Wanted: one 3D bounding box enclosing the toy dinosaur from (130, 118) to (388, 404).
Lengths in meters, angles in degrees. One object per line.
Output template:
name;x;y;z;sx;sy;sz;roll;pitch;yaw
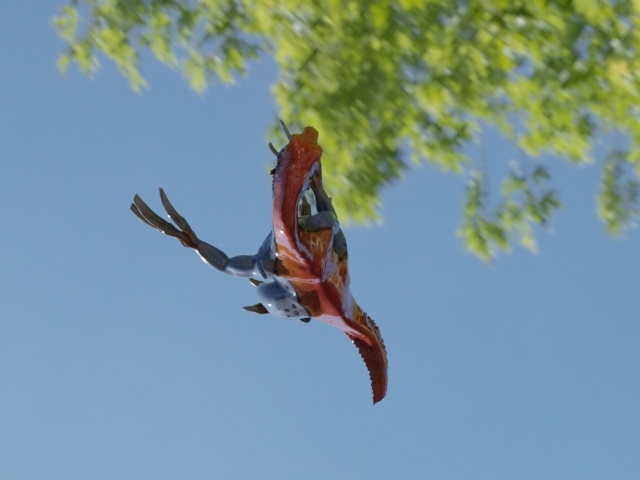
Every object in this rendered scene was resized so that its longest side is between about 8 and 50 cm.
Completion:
toy dinosaur;0.000;0.000;0.501;0.090;0.082;0.047;37;-98;-6
